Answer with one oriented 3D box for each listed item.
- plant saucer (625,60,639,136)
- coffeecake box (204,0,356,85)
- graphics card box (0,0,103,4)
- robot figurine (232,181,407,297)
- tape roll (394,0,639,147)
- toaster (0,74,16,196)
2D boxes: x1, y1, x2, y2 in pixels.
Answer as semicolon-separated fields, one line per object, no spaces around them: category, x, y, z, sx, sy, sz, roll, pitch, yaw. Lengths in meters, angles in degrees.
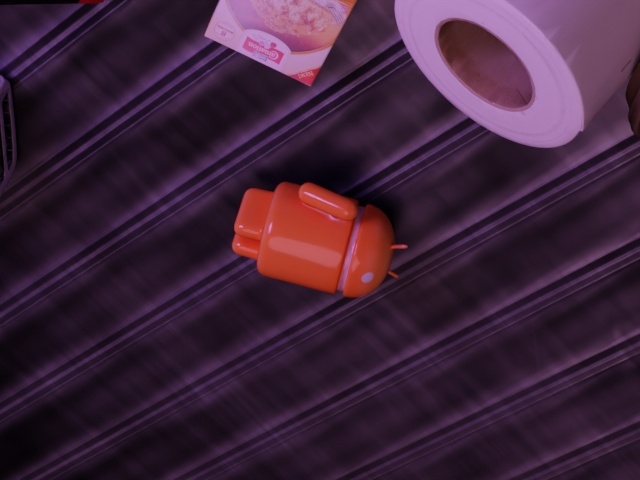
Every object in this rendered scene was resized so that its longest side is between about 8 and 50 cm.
plant saucer;0.418;-0.224;1.582;0.041;0.278;0.278;45;130;17
coffeecake box;-0.033;-0.293;1.735;0.142;0.068;0.185;24;129;-7
graphics card box;-0.329;-0.353;1.586;0.233;0.371;0.094;-44;72;36
robot figurine;0.000;-0.001;1.913;0.219;0.128;0.158;15;107;2
tape roll;0.222;-0.241;1.583;0.246;0.169;0.246;37;160;16
toaster;-0.477;-0.139;1.920;0.146;0.129;0.227;6;126;3
